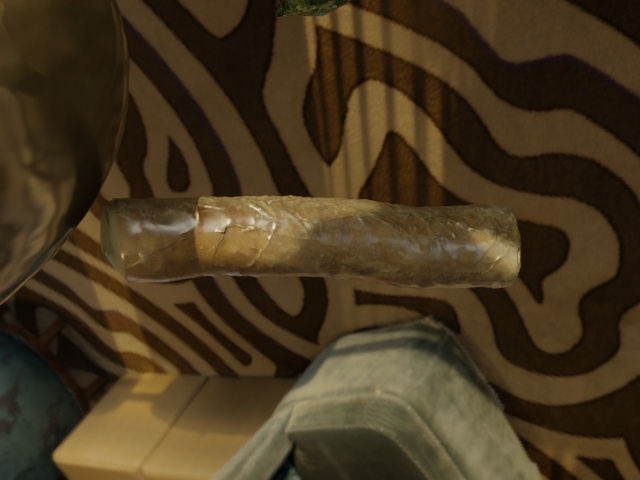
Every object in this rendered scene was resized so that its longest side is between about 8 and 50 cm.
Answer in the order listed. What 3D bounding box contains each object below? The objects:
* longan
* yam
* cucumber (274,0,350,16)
[{"bbox_3d":[-0.241,-0.070,0.426,0.243,0.300,0.300,25,140,-14],"label":"longan"},{"bbox_3d":[0.000,0.000,0.543,0.300,0.066,0.066,2,139,-14],"label":"yam"},{"bbox_3d":[0.033,-0.191,0.409,0.069,0.069,0.227,42,141,-7],"label":"cucumber"}]
